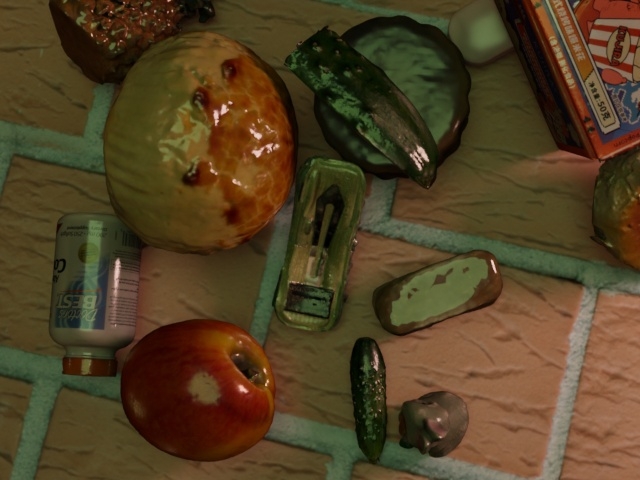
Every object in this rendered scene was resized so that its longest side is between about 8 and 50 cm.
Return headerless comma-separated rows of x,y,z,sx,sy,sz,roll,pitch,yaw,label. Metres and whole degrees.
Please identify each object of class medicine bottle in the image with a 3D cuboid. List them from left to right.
-0.410,0.102,1.952,0.157,0.157,0.289,2,82,7,medicine bottle

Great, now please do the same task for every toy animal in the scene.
0.187,0.305,1.824,0.138,0.236,0.108,-39,71,-2,toy animal

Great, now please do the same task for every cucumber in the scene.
0.088,0.286,1.920,0.069,0.069,0.228,-4,85,6,cucumber
0.087,-0.226,1.798,0.105,0.145,0.325,-45,82,10,cucumber

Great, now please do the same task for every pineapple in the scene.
-0.316,-0.456,2.007,0.357,0.223,0.223,-36,80,-18,pineapple

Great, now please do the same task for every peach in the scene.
-0.215,0.268,1.874,0.280,0.238,0.281,6,123,9,peach

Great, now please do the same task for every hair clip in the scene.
0.000,0.000,1.929,0.138,0.091,0.321,10,109,-7,hair clip

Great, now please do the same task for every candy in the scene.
0.209,0.094,1.909,0.234,0.104,0.102,-19,80,4,candy

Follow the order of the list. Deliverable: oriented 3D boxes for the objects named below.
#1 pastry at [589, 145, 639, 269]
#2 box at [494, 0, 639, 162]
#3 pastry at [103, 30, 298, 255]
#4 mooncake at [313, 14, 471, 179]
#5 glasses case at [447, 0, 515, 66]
0.584,-0.062,1.833,0.257,0.121,0.236,22,104,-25,pastry
0.508,-0.359,1.816,0.318,0.257,0.349,-24,99,1,box
-0.192,-0.162,1.851,0.312,0.388,0.389,13,84,7,pastry
0.131,-0.253,1.937,0.290,0.161,0.290,-1,83,8,mooncake
0.375,-0.424,1.975,0.296,0.075,0.113,-27,82,3,glasses case
